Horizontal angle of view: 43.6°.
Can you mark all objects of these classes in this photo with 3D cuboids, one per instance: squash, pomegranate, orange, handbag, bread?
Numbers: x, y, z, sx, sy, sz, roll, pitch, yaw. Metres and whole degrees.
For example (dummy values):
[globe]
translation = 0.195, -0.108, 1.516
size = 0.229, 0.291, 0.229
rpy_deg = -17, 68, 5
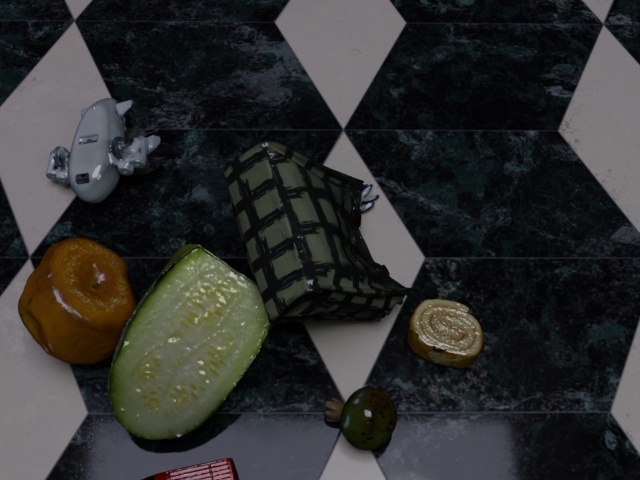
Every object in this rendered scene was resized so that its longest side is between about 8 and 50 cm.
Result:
[squash]
translation = -0.256, 0.205, 1.468
size = 0.233, 0.210, 0.309
rpy_deg = 36, 58, -6
[pomegranate]
translation = 0.072, 0.324, 1.480
size = 0.142, 0.115, 0.115
rpy_deg = 8, 58, 33
[orange]
translation = -0.457, 0.126, 1.530
size = 0.249, 0.183, 0.249
rpy_deg = 33, 36, -27
[handbag]
translation = 0.000, 0.000, 1.538
size = 0.162, 0.327, 0.325
rpy_deg = -35, 61, 29
[bread]
translation = 0.247, 0.178, 1.574
size = 0.149, 0.073, 0.122
rpy_deg = 15, 60, 7

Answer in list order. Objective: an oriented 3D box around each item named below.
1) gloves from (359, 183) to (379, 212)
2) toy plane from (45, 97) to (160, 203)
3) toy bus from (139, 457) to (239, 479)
[gloves]
translation = 0.090, -0.090, 1.747
size = 0.064, 0.026, 0.086
rpy_deg = 30, 60, 13
[toy plane]
translation = -0.476, -0.198, 1.741
size = 0.266, 0.123, 0.267
rpy_deg = -9, 59, 16
[toy bus]
translation = -0.241, 0.441, 1.411
size = 0.195, 0.089, 0.081
rpy_deg = -11, 61, -6
